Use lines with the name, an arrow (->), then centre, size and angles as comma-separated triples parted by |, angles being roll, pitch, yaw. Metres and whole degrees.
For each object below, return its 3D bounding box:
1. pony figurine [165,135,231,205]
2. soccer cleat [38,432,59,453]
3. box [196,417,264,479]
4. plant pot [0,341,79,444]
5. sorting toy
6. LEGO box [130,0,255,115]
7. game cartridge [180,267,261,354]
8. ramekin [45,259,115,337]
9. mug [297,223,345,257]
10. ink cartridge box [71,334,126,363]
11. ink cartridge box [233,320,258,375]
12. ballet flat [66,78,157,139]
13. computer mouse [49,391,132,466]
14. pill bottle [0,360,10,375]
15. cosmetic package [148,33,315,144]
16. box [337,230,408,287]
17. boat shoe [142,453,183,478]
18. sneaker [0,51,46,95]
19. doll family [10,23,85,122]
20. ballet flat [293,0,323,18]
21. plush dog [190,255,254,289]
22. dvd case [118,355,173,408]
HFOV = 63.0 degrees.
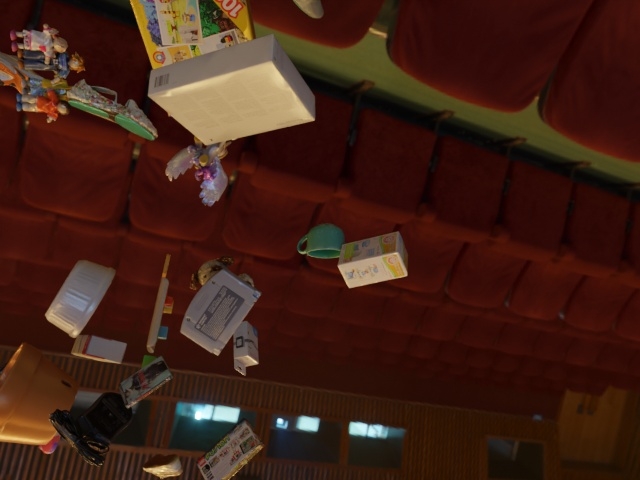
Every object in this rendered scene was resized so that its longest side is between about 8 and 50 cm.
pony figurine -> -0.534, -0.386, 2.459 | 0.302, 0.351, 0.363 | 37, 167, -3
soccer cleat -> -0.928, 0.643, 1.816 | 0.095, 0.083, 0.248 | 40, 179, -40
box -> -0.293, 0.691, 1.689 | 0.114, 0.207, 0.036 | 43, 171, 39
plant pot -> -0.872, 0.481, 1.565 | 0.203, 0.291, 0.291 | 33, 172, -24
sorting toy -> -0.428, 0.205, 1.408 | 0.047, 0.348, 0.196 | 12, 161, -15
LEGO box -> -0.422, -0.731, 1.849 | 0.372, 0.500, 0.193 | -9, -137, 0
game cartridge -> -0.378, 0.255, 1.928 | 0.198, 0.297, 0.062 | 36, -170, -1
ramekin -> -0.838, 0.190, 1.811 | 0.127, 0.273, 0.273 | 32, 173, -22
mug -> 0.006, -0.002, 1.786 | 0.157, 0.098, 0.129 | 4, 164, -11
ink cartridge box -> -0.783, 0.381, 1.840 | 0.127, 0.072, 0.175 | 26, 157, -35
ink cartridge box -> -0.285, 0.414, 2.001 | 0.060, 0.180, 0.104 | -15, 146, 12
ballet flat -> -0.534, -0.348, 1.368 | 0.240, 0.077, 0.091 | 23, 164, -24
computer mouse -> -0.627, 0.513, 1.455 | 0.188, 0.072, 0.272 | 46, -171, 2
pill bottle -> -1.109, 0.490, 1.934 | 0.122, 0.123, 0.219 | 14, 174, -16
cosmetic package -> -0.239, -0.406, 1.467 | 0.377, 0.098, 0.284 | -8, 157, 19
box -> 0.173, 0.062, 1.687 | 0.203, 0.103, 0.114 | -14, -147, 21
boat shoe -> -0.465, 0.671, 1.537 | 0.170, 0.059, 0.063 | -22, -169, 42
sneaker -> -0.865, -0.482, 1.536 | 0.262, 0.099, 0.121 | 30, -151, -40
doll family -> -0.748, -0.469, 1.457 | 0.163, 0.263, 0.118 | 4, -155, -12
ballet flat -> -0.060, -0.642, 1.278 | 0.213, 0.072, 0.068 | 44, 147, -16
plush dog -> -0.440, 0.187, 2.291 | 0.225, 0.262, 0.210 | 57, 175, 1
dvd case -> -0.415, 0.333, 1.235 | 0.087, 0.119, 0.013 | 36, 155, 52
